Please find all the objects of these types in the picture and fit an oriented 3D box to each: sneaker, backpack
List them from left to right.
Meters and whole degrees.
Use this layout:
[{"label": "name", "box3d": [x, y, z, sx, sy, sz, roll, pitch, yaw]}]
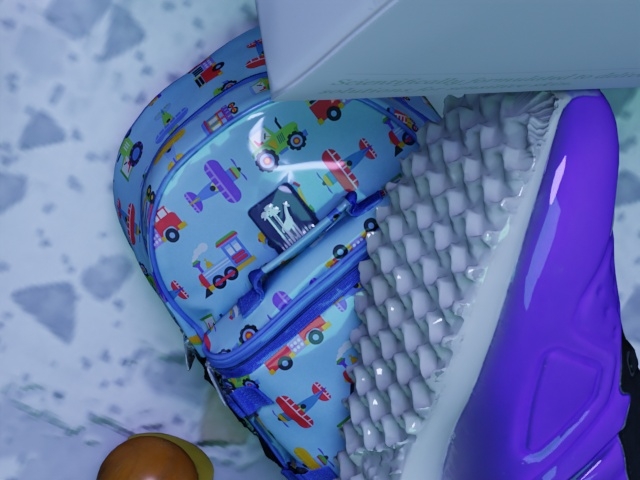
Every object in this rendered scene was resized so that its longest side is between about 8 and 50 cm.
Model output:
[{"label": "backpack", "box3d": [0.000, 0.000, 0.633, 0.158, 0.117, 0.173, -35, 107, 6]}, {"label": "sneaker", "box3d": [0.088, 0.077, 0.561, 0.146, 0.102, 0.293, 5, 111, -16]}]

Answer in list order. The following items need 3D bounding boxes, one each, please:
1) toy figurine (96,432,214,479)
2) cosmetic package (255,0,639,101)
[{"label": "toy figurine", "box3d": [-0.139, 0.140, 0.613, 0.213, 0.209, 0.148, 17, 99, -11]}, {"label": "cosmetic package", "box3d": [0.067, -0.236, 0.438, 0.197, 0.155, 0.365, -3, 79, -25]}]
